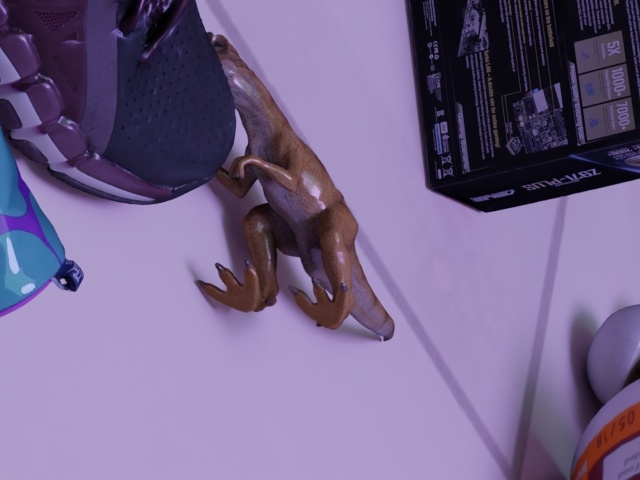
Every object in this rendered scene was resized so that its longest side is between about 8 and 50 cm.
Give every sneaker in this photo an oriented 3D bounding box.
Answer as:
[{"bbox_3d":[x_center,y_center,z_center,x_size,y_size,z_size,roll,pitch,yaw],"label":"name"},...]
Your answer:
[{"bbox_3d":[-0.067,-0.121,0.692,0.281,0.162,0.106,49,38,-42],"label":"sneaker"}]

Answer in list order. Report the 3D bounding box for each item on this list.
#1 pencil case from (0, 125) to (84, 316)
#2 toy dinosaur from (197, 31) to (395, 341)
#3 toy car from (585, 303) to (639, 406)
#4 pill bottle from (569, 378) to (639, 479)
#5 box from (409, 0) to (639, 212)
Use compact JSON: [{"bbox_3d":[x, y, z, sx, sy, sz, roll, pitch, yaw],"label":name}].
[{"bbox_3d":[-0.138,-0.039,0.628,0.070,0.064,0.152,-103,169,-68],"label":"pencil case"},{"bbox_3d":[0.000,0.000,0.880,0.211,0.064,0.112,60,30,-30],"label":"toy dinosaur"},{"bbox_3d":[0.250,0.123,1.247,0.182,0.159,0.136,-2,115,-63],"label":"toy car"},{"bbox_3d":[0.232,0.268,1.006,0.224,0.224,0.392,57,29,-34],"label":"pill bottle"},{"bbox_3d":[0.132,-0.121,1.095,0.077,0.147,0.180,19,61,-59],"label":"box"}]
